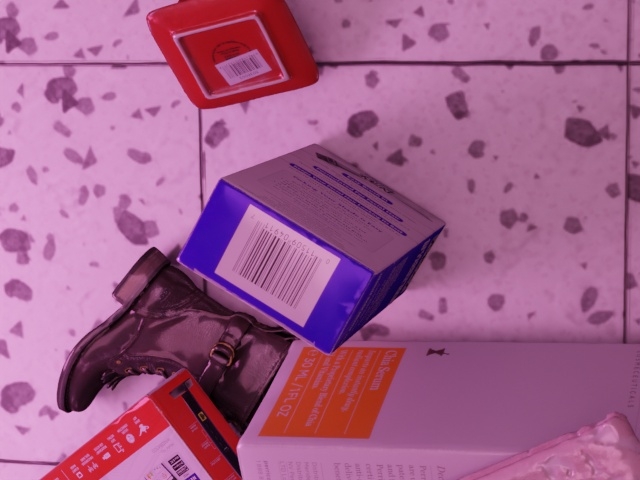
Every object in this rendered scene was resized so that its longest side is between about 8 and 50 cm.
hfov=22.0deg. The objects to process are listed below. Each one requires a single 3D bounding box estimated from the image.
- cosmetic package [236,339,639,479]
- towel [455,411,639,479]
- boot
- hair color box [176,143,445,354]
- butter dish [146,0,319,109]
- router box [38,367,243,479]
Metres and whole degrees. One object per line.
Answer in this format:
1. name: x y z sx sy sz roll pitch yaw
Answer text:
1. cosmetic package: 0.164 0.230 1.778 0.453 0.230 0.161 0 116 16
2. towel: 0.233 0.373 1.629 0.317 0.053 0.332 -26 95 20
3. boot: -0.171 0.158 1.957 0.229 0.091 0.263 36 110 4
4. hair color box: 0.000 0.000 1.748 0.185 0.339 0.110 32 108 9
5. butter dish: -0.095 -0.245 1.862 0.160 0.118 0.160 -12 135 16
6. router box: -0.187 0.359 1.946 0.335 0.082 0.301 -40 87 35
